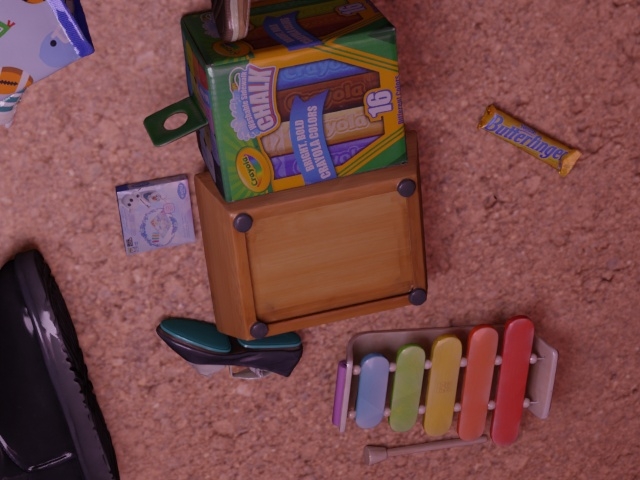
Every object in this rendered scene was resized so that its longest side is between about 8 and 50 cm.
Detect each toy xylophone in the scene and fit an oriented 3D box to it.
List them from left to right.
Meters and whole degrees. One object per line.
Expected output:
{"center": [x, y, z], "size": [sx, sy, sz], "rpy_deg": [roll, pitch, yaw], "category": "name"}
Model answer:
{"center": [0.166, 0.213, 2.212], "size": [0.322, 0.081, 0.236], "rpy_deg": [-10, 119, -11], "category": "toy xylophone"}

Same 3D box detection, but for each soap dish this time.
{"center": [0.000, 0.000, 2.033], "size": [0.290, 0.118, 0.229], "rpy_deg": [-12, 119, -11], "category": "soap dish"}

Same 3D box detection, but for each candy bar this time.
{"center": [0.271, -0.131, 2.101], "size": [0.161, 0.018, 0.040], "rpy_deg": [25, 107, -27], "category": "candy bar"}

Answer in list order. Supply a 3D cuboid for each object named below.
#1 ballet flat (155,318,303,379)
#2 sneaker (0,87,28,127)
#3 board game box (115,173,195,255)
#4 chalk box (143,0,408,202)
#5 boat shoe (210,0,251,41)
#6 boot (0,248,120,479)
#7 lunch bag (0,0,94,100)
{"center": [-0.121, 0.149, 2.104], "size": [0.203, 0.074, 0.074], "rpy_deg": [7, 114, -22], "category": "ballet flat"}
{"center": [-0.370, -0.176, 1.879], "size": [0.161, 0.057, 0.075], "rpy_deg": [-36, 137, 3], "category": "sneaker"}
{"center": [-0.206, -0.032, 2.012], "size": [0.090, 0.020, 0.090], "rpy_deg": [-10, 119, -10], "category": "board game box"}
{"center": [-0.064, -0.172, 1.890], "size": [0.288, 0.180, 0.179], "rpy_deg": [-12, 119, -11], "category": "chalk box"}
{"center": [-0.086, -0.315, 1.825], "size": [0.072, 0.068, 0.190], "rpy_deg": [2, 75, -21], "category": "boat shoe"}
{"center": [-0.509, 0.231, 2.003], "size": [0.445, 0.146, 0.367], "rpy_deg": [-15, 118, -3], "category": "boot"}
{"center": [-0.470, -0.314, 1.670], "size": [0.327, 0.239, 0.385], "rpy_deg": [-30, 128, 2], "category": "lunch bag"}
